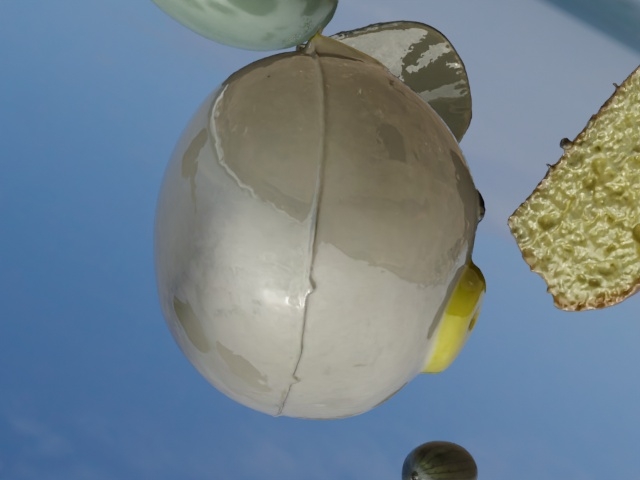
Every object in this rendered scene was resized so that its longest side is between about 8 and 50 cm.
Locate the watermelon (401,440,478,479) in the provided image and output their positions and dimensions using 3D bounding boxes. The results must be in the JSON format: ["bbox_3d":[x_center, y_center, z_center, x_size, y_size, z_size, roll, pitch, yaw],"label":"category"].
[{"bbox_3d":[0.143,0.283,1.759,0.111,0.078,0.078,12,-160,-43],"label":"watermelon"}]

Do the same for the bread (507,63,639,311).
[{"bbox_3d":[0.377,-0.077,1.674,0.194,0.340,0.179,42,-154,7],"label":"bread"}]

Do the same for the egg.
[{"bbox_3d":[-0.104,-0.330,1.642,0.283,0.203,0.203,33,-169,-12],"label":"egg"}]

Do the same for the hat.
[{"bbox_3d":[0.075,-0.175,1.931,0.245,0.214,0.149,-13,-178,1],"label":"hat"}]

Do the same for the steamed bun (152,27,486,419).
[{"bbox_3d":[-0.007,-0.001,1.367,0.334,0.374,0.334,6,-125,-9],"label":"steamed bun"}]
